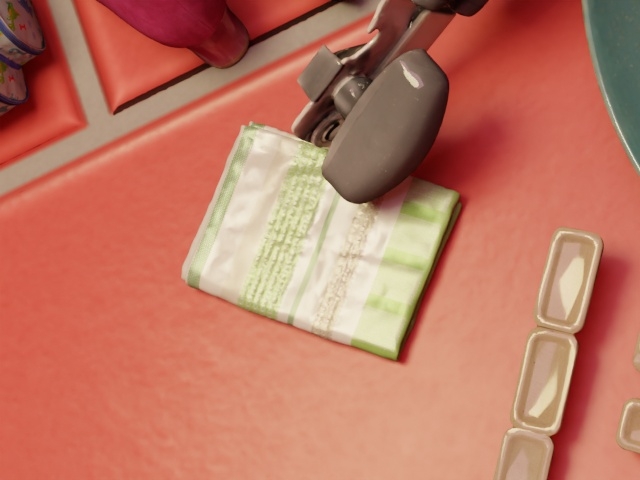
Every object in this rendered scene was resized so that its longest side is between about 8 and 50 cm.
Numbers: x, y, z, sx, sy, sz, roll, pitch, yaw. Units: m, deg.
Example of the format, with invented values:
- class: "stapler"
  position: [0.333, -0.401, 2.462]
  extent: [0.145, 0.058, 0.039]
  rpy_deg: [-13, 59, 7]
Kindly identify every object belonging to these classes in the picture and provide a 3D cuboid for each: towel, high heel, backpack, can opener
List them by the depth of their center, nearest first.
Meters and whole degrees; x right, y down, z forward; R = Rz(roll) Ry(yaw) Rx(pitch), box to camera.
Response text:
- class: "can opener"
  position: [0.088, -0.140, 0.917]
  extent: [0.283, 0.076, 0.095]
  rpy_deg: [-49, 66, 27]
- class: "towel"
  position: [0.000, 0.000, 1.000]
  extent: [0.152, 0.023, 0.113]
  rpy_deg: [20, 84, 21]
- class: "high heel"
  position: [-0.152, -0.198, 1.053]
  extent: [0.082, 0.117, 0.244]
  rpy_deg: [-46, 66, 2]
- class: "backpack"
  position: [-0.233, -0.137, 1.071]
  extent: [0.084, 0.105, 0.114]
  rpy_deg: [-23, 74, 13]

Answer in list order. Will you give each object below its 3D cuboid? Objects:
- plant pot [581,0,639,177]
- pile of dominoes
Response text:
- class: "plant pot"
  position: [0.297, -0.131, 0.821]
  extent: [0.195, 0.290, 0.290]
  rpy_deg: [-17, 65, -26]
- class: "pile of dominoes"
  position: [0.201, 0.117, 0.898]
  extent: [0.196, 0.040, 0.251]
  rpy_deg: [13, 87, 19]
